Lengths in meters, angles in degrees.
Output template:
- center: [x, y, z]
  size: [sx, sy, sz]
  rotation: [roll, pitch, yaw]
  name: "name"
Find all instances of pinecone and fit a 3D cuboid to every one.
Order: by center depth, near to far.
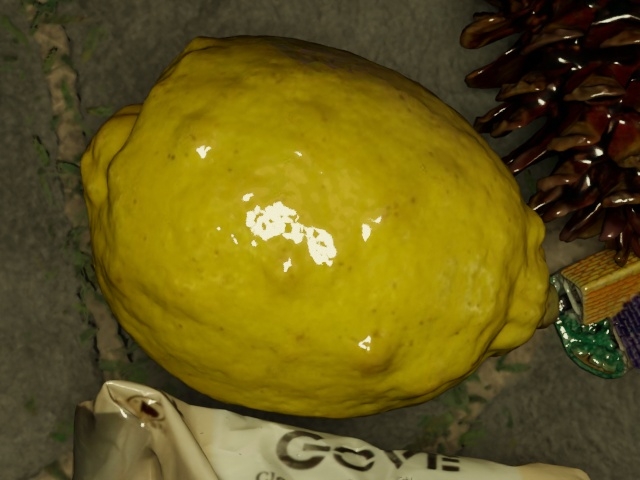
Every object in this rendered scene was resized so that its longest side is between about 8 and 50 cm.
- center: [0.224, -0.126, 0.897]
  size: [0.246, 0.246, 0.292]
  rotation: [-5, 81, -4]
  name: "pinecone"

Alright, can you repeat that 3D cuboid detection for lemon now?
- center: [-0.008, -0.002, 0.856]
  size: [0.285, 0.285, 0.316]
  rotation: [-45, 109, -9]
  name: "lemon"

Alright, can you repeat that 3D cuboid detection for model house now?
- center: [0.238, 0.054, 0.937]
  size: [0.087, 0.100, 0.101]
  rotation: [-22, 83, -7]
  name: "model house"

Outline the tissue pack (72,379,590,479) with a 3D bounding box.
- center: [-0.003, 0.299, 0.810]
  size: [0.375, 0.195, 0.390]
  rotation: [9, 106, 3]
  name: "tissue pack"
